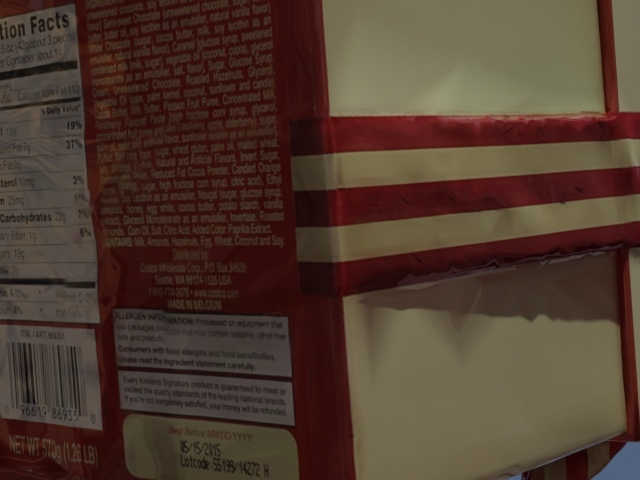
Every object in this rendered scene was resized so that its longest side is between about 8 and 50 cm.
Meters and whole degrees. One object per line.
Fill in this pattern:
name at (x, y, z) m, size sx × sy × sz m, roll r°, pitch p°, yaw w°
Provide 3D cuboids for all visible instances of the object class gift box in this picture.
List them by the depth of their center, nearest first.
gift box at (0.000, 0.000, 0.590) m, size 0.255 × 0.258 × 0.276 m, roll 4°, pitch -81°, yaw 41°
